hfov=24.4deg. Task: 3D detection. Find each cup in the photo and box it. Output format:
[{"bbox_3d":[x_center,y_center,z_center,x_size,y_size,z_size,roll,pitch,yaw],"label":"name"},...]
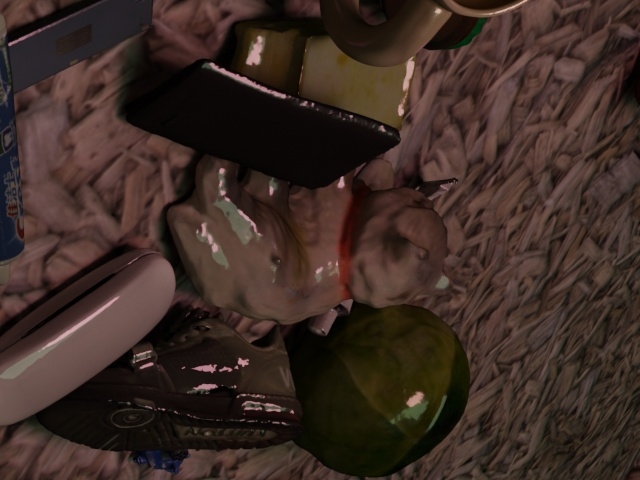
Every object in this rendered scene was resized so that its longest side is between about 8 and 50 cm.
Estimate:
[{"bbox_3d":[0.110,-0.289,1.358,0.173,0.202,0.255,-7,131,-30],"label":"cup"}]

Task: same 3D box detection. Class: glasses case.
[{"bbox_3d":[-0.233,0.091,1.413,0.233,0.059,0.092,-38,147,-28],"label":"glasses case"}]

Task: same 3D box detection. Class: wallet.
[{"bbox_3d":[-0.050,-0.104,1.373,0.244,0.025,0.124,18,147,-39],"label":"wallet"}]

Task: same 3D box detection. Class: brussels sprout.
[{"bbox_3d":[0.075,0.175,1.812,0.219,0.210,0.271,-56,167,11],"label":"brussels sprout"}]

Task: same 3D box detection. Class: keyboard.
[{"bbox_3d":[-0.209,-0.169,1.233,0.176,0.014,0.055,-33,144,-34],"label":"keyboard"}]

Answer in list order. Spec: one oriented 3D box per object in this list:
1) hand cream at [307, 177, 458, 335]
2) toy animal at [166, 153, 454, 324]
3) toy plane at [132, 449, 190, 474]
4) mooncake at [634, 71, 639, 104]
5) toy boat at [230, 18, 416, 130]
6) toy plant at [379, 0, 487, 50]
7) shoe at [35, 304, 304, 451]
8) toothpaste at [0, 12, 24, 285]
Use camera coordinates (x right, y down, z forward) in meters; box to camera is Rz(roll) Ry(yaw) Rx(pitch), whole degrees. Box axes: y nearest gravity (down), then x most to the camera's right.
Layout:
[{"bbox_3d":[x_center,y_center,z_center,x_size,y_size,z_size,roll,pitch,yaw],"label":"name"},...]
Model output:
[{"bbox_3d":[0.063,0.010,1.745,0.257,0.050,0.084,-50,-167,-21],"label":"hand cream"},{"bbox_3d":[0.000,0.000,1.550,0.266,0.188,0.308,-42,153,-5],"label":"toy animal"},{"bbox_3d":[-0.185,0.214,1.626,0.062,0.054,0.167,-21,143,-6],"label":"toy plane"},{"bbox_3d":[0.576,-0.287,2.087,0.334,0.174,0.326,-44,146,-13],"label":"mooncake"},{"bbox_3d":[0.019,-0.162,1.486,0.276,0.084,0.111,-1,104,-54],"label":"toy boat"},{"bbox_3d":[0.126,-0.266,1.542,0.200,0.105,0.143,-36,131,-64],"label":"toy plant"},{"bbox_3d":[-0.157,0.134,1.536,0.293,0.149,0.109,10,148,-28],"label":"shoe"},{"bbox_3d":[-0.210,-0.049,0.939,0.057,0.034,0.197,-55,157,-48],"label":"toothpaste"}]
